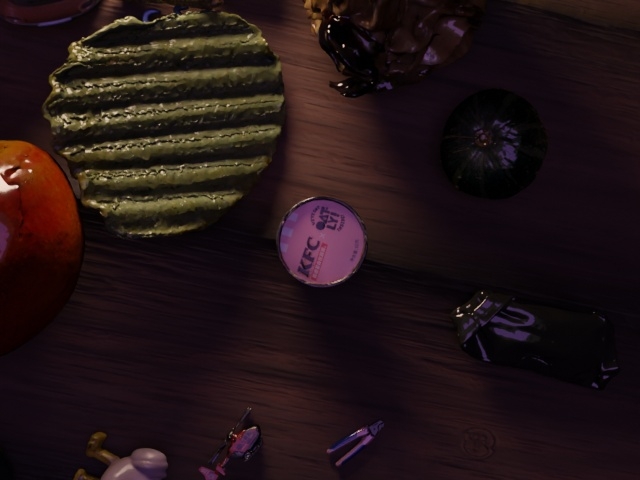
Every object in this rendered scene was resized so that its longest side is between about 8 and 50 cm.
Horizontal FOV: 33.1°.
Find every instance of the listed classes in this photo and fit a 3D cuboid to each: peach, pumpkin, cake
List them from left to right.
[{"bbox_3d":[-0.516,0.013,1.657,0.372,0.372,0.290,-44,84,-3],"label":"peach"},{"bbox_3d":[0.109,-0.381,1.741,0.332,0.332,0.321,13,96,-6],"label":"cake"},{"bbox_3d":[0.296,-0.164,1.846,0.190,0.146,0.190,5,103,21],"label":"pumpkin"}]

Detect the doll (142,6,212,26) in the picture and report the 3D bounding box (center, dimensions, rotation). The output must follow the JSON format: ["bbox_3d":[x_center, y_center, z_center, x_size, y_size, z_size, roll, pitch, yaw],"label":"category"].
[{"bbox_3d":[-0.234,-0.347,1.829,0.205,0.067,0.110,11,102,-3],"label":"doll"}]

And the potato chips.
[{"bbox_3d":[-0.231,-0.189,1.749,0.429,0.070,0.359,-13,96,-32],"label":"potato chips"}]

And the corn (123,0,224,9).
[{"bbox_3d":[-0.255,-0.432,1.790,0.210,0.087,0.087,10,90,15],"label":"corn"}]

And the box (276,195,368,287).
[{"bbox_3d":[0.000,0.000,1.826,0.151,0.135,0.151,0,93,-2],"label":"box"}]

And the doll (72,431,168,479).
[{"bbox_3d":[-0.243,0.455,1.828,0.365,0.094,0.160,24,97,-4],"label":"doll"}]

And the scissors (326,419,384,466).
[{"bbox_3d":[0.065,0.353,1.901,0.113,0.012,0.039,-36,95,-4],"label":"scissors"}]

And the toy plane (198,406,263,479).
[{"bbox_3d":[-0.148,0.362,1.868,0.060,0.037,0.145,40,86,-1],"label":"toy plane"}]

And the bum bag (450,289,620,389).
[{"bbox_3d":[0.383,0.166,1.901,0.326,0.080,0.142,16,97,-9],"label":"bum bag"}]

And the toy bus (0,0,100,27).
[{"bbox_3d":[-0.463,-0.498,1.717,0.197,0.232,0.294,-11,92,-6],"label":"toy bus"}]

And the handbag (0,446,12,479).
[{"bbox_3d":[-0.632,0.419,1.718,0.263,0.241,0.222,-16,93,-7],"label":"handbag"}]
